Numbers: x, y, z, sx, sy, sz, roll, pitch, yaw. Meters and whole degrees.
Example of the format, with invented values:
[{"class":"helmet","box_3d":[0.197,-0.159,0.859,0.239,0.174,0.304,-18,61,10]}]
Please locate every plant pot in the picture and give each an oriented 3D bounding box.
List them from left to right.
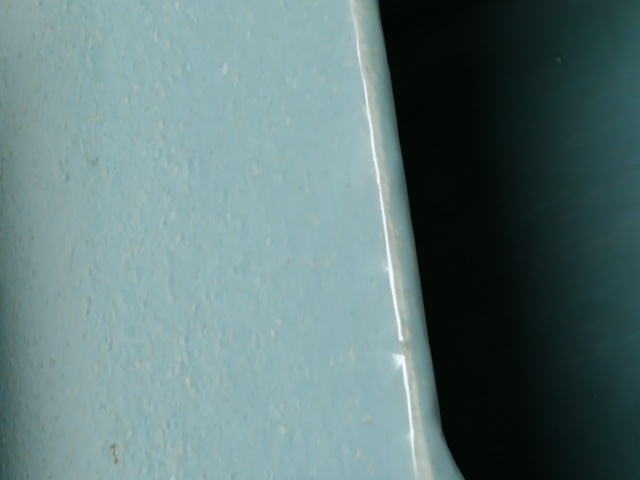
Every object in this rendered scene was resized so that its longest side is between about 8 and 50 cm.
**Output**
[{"class":"plant pot","box_3d":[0.000,0.000,0.592,0.247,0.252,0.247,11,66,-48]}]

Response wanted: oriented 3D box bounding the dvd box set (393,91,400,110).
[{"class":"dvd box set","box_3d":[0.089,-0.091,0.858,0.420,0.062,0.307,54,36,0]}]
